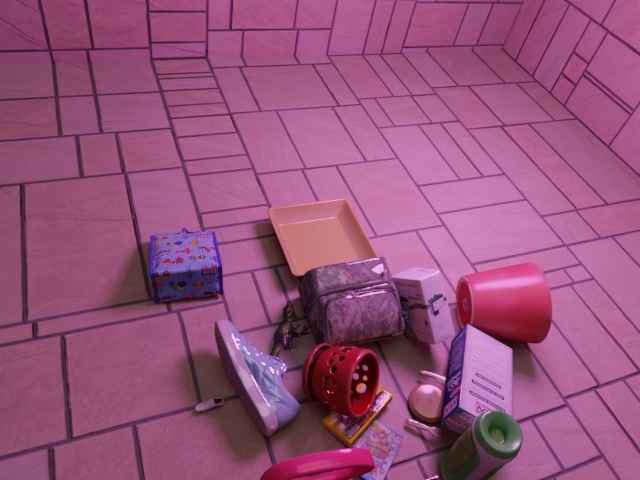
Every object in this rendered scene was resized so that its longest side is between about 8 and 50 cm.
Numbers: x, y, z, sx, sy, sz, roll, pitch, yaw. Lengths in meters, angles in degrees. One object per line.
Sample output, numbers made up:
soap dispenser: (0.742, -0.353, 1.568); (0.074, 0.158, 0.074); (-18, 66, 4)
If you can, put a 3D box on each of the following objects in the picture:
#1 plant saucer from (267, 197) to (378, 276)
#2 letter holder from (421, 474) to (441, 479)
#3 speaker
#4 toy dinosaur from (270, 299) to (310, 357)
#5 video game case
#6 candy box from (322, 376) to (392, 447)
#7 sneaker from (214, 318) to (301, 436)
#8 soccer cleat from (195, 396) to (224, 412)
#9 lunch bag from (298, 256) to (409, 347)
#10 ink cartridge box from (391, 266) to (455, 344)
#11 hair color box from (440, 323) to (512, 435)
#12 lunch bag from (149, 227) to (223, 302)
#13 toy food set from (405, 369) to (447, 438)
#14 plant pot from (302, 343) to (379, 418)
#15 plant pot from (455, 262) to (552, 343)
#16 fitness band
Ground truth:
plant saucer: (0.000, 0.000, 1.934); (0.333, 0.081, 0.332); (-9, 51, -21)
letter holder: (0.230, 0.739, 1.198); (0.215, 0.152, 0.301); (-6, 46, -23)
speaker: (0.410, 0.556, 1.367); (0.131, 0.296, 0.131); (6, 47, -7)
toy dinosaur: (-0.108, 0.303, 1.629); (0.118, 0.064, 0.268); (-9, 39, 36)
video game case: (0.147, 0.589, 1.469); (0.119, 0.015, 0.166); (29, 48, 13)
candy box: (0.110, 0.494, 1.529); (0.105, 0.027, 0.206); (27, 46, 31)
sneaker: (-0.182, 0.373, 1.522); (0.150, 0.135, 0.365); (-20, 67, -30)
soccer cleat: (-0.310, 0.458, 1.471); (0.083, 0.035, 0.029); (-8, 51, -20)
lunch bag: (0.105, 0.213, 1.688); (0.305, 0.212, 0.255); (-8, 66, -19)
ink cartridge box: (0.327, 0.207, 1.692); (0.093, 0.160, 0.219); (-20, 98, -27)
hair color box: (0.474, 0.431, 1.572); (0.174, 0.105, 0.347); (29, 36, 0)
lunch bag: (-0.455, 0.050, 1.765); (0.221, 0.138, 0.293); (-6, 40, -14)
toy food set: (0.332, 0.496, 1.590); (0.133, 0.038, 0.192); (18, 52, 14)
plant pot: (0.052, 0.393, 1.495); (0.174, 0.191, 0.191); (3, 40, 31)
plant pot: (0.602, 0.213, 1.773); (0.244, 0.274, 0.274); (-2, 48, -1)
fitness band: (-0.007, 0.585, 1.304); (0.291, 0.209, 0.054); (-4, 51, -16)
